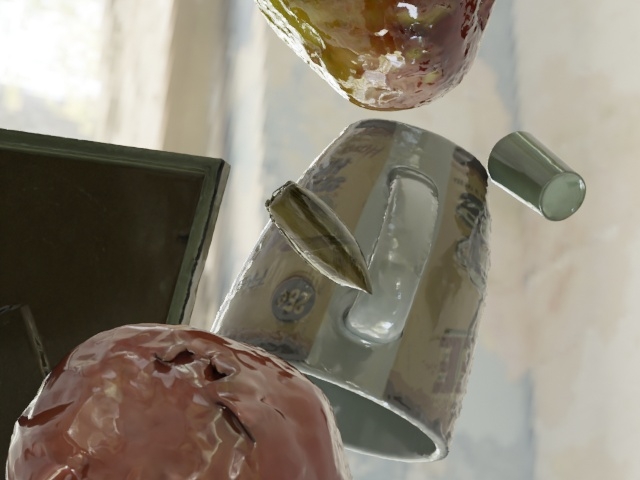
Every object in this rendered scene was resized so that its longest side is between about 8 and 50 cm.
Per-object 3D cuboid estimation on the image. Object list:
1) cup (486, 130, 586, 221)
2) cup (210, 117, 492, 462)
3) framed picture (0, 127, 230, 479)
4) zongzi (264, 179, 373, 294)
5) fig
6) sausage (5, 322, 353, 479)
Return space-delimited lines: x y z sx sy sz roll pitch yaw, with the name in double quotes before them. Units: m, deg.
"cup" 0.188 -0.046 1.669 0.083 0.054 0.075 -135 -145 -52
"cup" 0.043 0.023 1.624 0.301 0.227 0.257 122 -13 -73
"framed picture" -0.211 0.088 1.280 0.022 0.247 0.335 43 58 -65
"zongzi" 0.000 0.000 1.327 0.040 0.076 0.083 -41 -156 3
"fig" -0.005 -0.183 1.176 0.257 0.159 0.159 26 -71 31
"sausage" -0.052 0.136 0.875 0.279 0.152 0.152 71 16 -60
